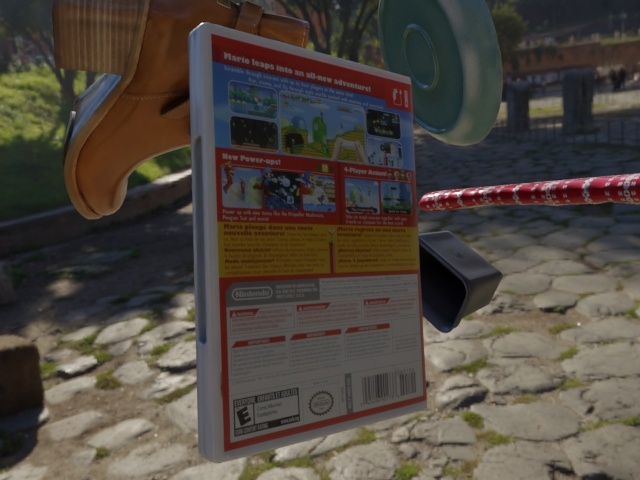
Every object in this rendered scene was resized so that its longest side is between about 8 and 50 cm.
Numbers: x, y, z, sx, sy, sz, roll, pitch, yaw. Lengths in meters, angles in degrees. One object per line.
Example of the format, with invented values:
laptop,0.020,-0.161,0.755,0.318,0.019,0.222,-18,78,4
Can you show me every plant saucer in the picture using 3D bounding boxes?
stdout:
plant saucer,0.170,-0.293,0.921,0.044,0.317,0.317,-24,16,-12

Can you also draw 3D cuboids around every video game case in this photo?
video game case,0.000,0.000,0.441,0.204,0.285,0.025,1,-4,-39

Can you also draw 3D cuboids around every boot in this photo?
boot,-0.139,-0.122,0.589,0.220,0.283,0.109,3,44,-17

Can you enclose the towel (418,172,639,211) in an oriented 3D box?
towel,0.246,-0.041,0.491,0.199,0.031,0.275,-7,4,-32

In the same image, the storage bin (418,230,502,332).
storage bin,0.162,0.048,0.761,0.091,0.098,0.135,-11,41,-34
